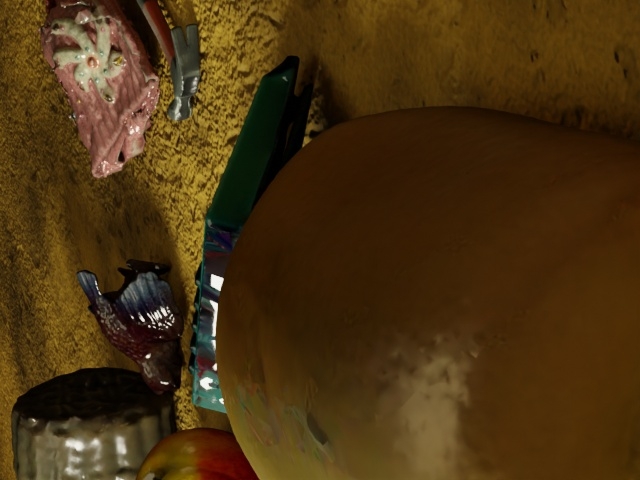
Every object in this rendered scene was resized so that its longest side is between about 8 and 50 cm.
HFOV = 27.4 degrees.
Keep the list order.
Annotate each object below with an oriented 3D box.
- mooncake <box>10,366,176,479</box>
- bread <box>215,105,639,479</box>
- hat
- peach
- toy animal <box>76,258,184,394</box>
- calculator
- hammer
[{"bbox_3d":[-0.309,0.255,1.782,0.228,0.228,0.124,15,116,62],"label":"mooncake"},{"bbox_3d":[0.089,0.093,0.878,0.376,0.253,0.348,27,128,60],"label":"bread"},{"bbox_3d":[-0.304,-0.244,1.705,0.236,0.107,0.286,-46,63,48],"label":"hat"},{"bbox_3d":[-0.132,0.324,1.580,0.190,0.192,0.190,-31,43,34],"label":"peach"},{"bbox_3d":[-0.250,0.119,1.731,0.218,0.116,0.179,-25,76,57],"label":"toy animal"},{"bbox_3d":[-0.070,-0.002,1.243,0.248,0.058,0.274,-73,-5,-47],"label":"calculator"},{"bbox_3d":[-0.205,-0.281,1.573,0.287,0.033,0.111,62,150,32],"label":"hammer"}]
